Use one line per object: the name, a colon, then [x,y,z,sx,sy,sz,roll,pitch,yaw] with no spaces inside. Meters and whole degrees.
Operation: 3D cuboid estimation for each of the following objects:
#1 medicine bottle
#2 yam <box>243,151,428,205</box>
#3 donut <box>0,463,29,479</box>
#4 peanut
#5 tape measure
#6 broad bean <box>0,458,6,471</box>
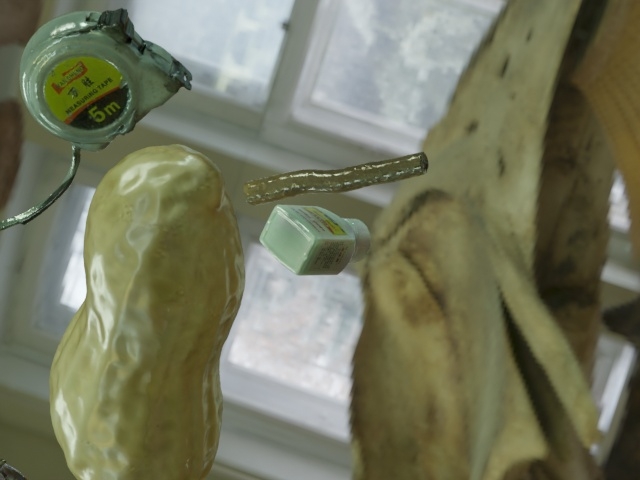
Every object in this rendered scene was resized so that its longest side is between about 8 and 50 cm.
medicine bottle: [0.000,0.000,1.528,0.118,0.074,0.055,2,-59,-49]
yam: [0.022,-0.099,2.195,0.045,0.327,0.045,43,-132,-46]
donut: [-0.381,0.354,1.709,0.096,0.216,0.230,-42,26,-3]
peanut: [-0.116,0.059,0.908,0.123,0.124,0.256,-57,-24,-69]
tape measure: [-0.310,-0.129,1.527,0.330,0.164,0.084,-33,25,20]
broad bean: [-0.460,0.239,1.484,0.077,0.339,0.061,-53,-46,-42]
